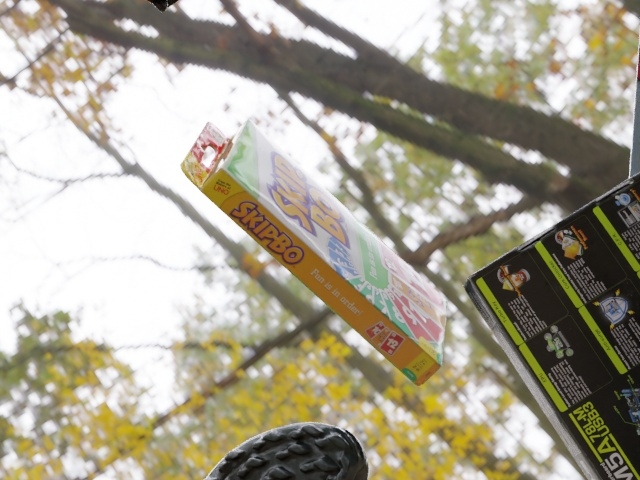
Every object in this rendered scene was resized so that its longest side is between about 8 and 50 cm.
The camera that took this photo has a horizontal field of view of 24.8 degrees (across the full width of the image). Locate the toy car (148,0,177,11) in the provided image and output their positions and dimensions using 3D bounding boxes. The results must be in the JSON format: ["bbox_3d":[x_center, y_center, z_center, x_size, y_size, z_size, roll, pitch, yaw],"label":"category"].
[{"bbox_3d":[-0.072,-0.183,0.823,0.122,0.040,0.060,-42,-17,28],"label":"toy car"}]

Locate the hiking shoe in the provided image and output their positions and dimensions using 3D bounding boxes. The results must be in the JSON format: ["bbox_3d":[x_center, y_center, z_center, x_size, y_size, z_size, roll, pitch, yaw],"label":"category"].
[{"bbox_3d":[-0.051,0.263,1.273,0.132,0.113,0.304,10,-49,-49],"label":"hiking shoe"}]

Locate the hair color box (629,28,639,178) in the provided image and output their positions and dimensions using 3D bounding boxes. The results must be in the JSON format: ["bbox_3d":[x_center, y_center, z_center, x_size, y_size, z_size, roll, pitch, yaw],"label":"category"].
[{"bbox_3d":[0.337,-0.071,1.155,0.185,0.114,0.374,-38,-43,-38],"label":"hair color box"}]

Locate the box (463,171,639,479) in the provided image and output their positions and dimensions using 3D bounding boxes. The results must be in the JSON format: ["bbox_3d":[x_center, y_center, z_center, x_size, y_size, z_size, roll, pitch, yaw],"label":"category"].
[{"bbox_3d":[0.228,0.061,1.026,0.184,0.190,0.045,-32,-11,-5],"label":"box"}]

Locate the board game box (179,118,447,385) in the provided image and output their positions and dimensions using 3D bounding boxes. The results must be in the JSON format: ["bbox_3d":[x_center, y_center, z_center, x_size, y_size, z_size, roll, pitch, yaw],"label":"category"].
[{"bbox_3d":[0.000,0.000,1.184,0.259,0.124,0.039,40,-68,-9],"label":"board game box"}]
